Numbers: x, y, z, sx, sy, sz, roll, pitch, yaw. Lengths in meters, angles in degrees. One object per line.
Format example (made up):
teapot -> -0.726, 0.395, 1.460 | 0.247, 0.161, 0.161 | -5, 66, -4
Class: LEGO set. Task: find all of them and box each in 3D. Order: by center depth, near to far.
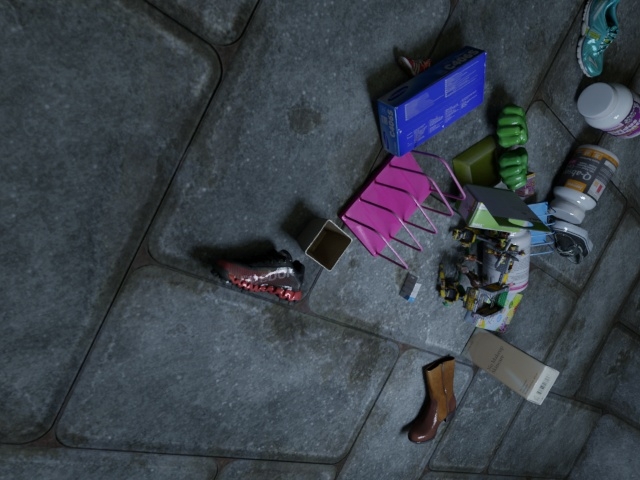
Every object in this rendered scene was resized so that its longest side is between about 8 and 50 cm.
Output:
LEGO set -> 0.509, 0.108, 1.523 | 0.192, 0.255, 0.331 | -4, 118, -49

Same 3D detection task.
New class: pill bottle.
pill bottle -> 0.671, 0.034, 1.656 | 0.160, 0.160, 0.283 | -20, 118, -25
pill bottle -> 1.107, -0.494, 1.731 | 0.301, 0.169, 0.169 | 5, 105, -34
pill bottle -> 1.012, -0.216, 1.780 | 0.162, 0.162, 0.278 | 30, 90, -37

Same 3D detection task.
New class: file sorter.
file sorter -> 0.245, -0.093, 1.319 | 0.291, 0.182, 0.202 | -49, 126, -8
file sorter -> 0.807, -0.042, 1.723 | 0.118, 0.104, 0.170 | -9, 117, 4

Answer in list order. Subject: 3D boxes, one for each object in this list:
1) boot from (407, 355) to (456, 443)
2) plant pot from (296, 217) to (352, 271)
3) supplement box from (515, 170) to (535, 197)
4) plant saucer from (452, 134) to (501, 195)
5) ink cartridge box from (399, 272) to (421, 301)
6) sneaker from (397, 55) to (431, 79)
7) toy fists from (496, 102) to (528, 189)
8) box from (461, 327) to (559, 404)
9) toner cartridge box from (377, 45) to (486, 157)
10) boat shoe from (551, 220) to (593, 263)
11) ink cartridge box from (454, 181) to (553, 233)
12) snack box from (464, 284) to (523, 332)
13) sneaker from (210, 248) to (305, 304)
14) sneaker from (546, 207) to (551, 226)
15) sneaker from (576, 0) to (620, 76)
boot -> 0.431, 0.613, 1.760 | 0.264, 0.096, 0.280 | -19, 116, -25
plant pot -> 0.000, 0.000, 1.249 | 0.109, 0.096, 0.109 | 38, 86, -37
supplement box -> 0.754, -0.208, 1.690 | 0.055, 0.043, 0.083 | -19, 116, -26
plant saucer -> 0.540, -0.229, 1.543 | 0.188, 0.045, 0.188 | -33, 122, -19
ink cartridge box -> 0.303, 0.158, 1.534 | 0.028, 0.048, 0.083 | 18, 98, -36
sneaker -> 0.262, -0.489, 1.267 | 0.118, 0.042, 0.067 | 28, 95, -44
toy fists -> 0.631, -0.305, 1.500 | 0.142, 0.096, 0.279 | -33, 120, -49
box -> 0.715, 0.469, 1.754 | 0.121, 0.311, 0.148 | 28, 91, -37
toner cartridge box -> 0.320, -0.395, 1.297 | 0.348, 0.075, 0.165 | -34, 137, -18
boat shoe -> 1.050, 0.018, 1.917 | 0.335, 0.121, 0.119 | 26, 88, -39
ink cartridge box -> 0.561, -0.070, 1.433 | 0.188, 0.255, 0.097 | 7, 124, -14
snack box -> 0.682, 0.263, 1.805 | 0.207, 0.070, 0.174 | 16, 99, -34
sneaker -> -0.148, 0.074, 1.182 | 0.276, 0.097, 0.135 | 19, 97, -38
sneaker -> 0.856, -0.061, 1.798 | 0.061, 0.065, 0.158 | 2, 106, -33
sneaker -> 0.975, -0.712, 1.601 | 0.107, 0.110, 0.275 | -22, 119, -25
